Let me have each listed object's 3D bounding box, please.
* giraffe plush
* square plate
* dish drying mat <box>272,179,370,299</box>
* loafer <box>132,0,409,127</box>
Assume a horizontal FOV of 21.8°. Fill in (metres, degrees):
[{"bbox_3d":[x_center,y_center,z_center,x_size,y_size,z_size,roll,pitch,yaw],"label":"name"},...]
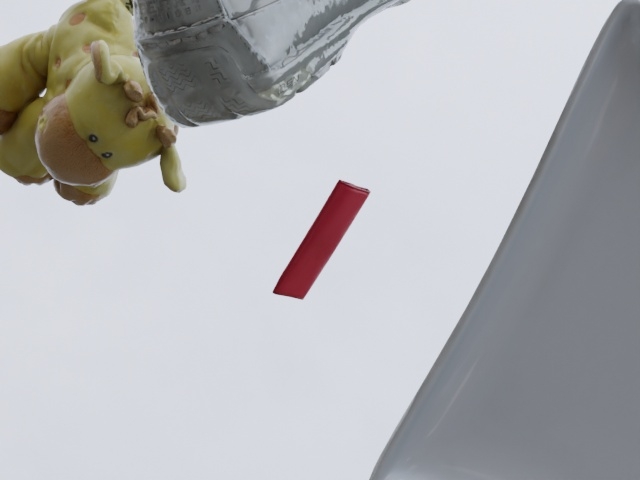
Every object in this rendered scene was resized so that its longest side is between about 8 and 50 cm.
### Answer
[{"bbox_3d":[-0.171,-0.104,1.308,0.181,0.170,0.210,25,-72,-30],"label":"giraffe plush"},{"bbox_3d":[0.247,0.068,1.050,0.344,0.347,0.049,23,11,-16],"label":"square plate"},{"bbox_3d":[0.000,0.000,1.042,0.008,0.083,0.032,41,16,34],"label":"dish drying mat"},{"bbox_3d":[-0.007,-0.172,0.952,0.112,0.319,0.111,-10,-68,28],"label":"loafer"}]
